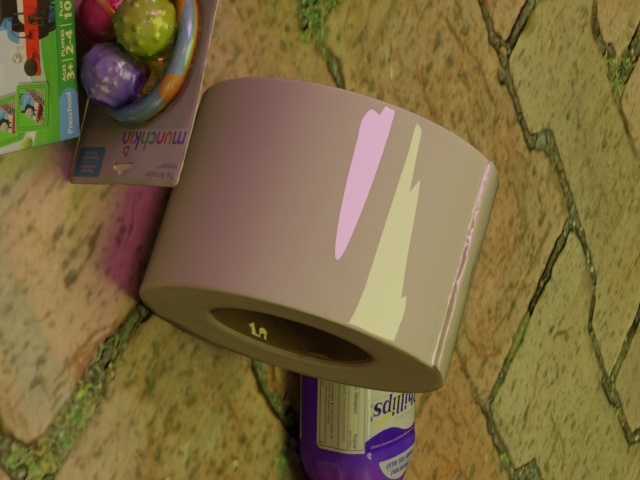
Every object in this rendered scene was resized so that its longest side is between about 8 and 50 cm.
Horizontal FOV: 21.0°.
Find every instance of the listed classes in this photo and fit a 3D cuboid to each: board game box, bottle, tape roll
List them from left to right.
[{"bbox_3d":[-0.237,-0.129,1.101,0.211,0.039,0.160,-21,114,-55],"label":"board game box"},{"bbox_3d":[0.000,0.000,1.324,0.246,0.246,0.169,38,63,-55],"label":"tape roll"},{"bbox_3d":[0.034,0.167,1.560,0.118,0.092,0.283,-17,111,-58],"label":"bottle"}]

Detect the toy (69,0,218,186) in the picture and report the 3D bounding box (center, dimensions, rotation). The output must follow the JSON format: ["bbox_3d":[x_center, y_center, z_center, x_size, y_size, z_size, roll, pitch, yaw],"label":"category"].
[{"bbox_3d":[-0.129,-0.159,1.196,0.056,0.137,0.237,21,79,-37],"label":"toy"}]
